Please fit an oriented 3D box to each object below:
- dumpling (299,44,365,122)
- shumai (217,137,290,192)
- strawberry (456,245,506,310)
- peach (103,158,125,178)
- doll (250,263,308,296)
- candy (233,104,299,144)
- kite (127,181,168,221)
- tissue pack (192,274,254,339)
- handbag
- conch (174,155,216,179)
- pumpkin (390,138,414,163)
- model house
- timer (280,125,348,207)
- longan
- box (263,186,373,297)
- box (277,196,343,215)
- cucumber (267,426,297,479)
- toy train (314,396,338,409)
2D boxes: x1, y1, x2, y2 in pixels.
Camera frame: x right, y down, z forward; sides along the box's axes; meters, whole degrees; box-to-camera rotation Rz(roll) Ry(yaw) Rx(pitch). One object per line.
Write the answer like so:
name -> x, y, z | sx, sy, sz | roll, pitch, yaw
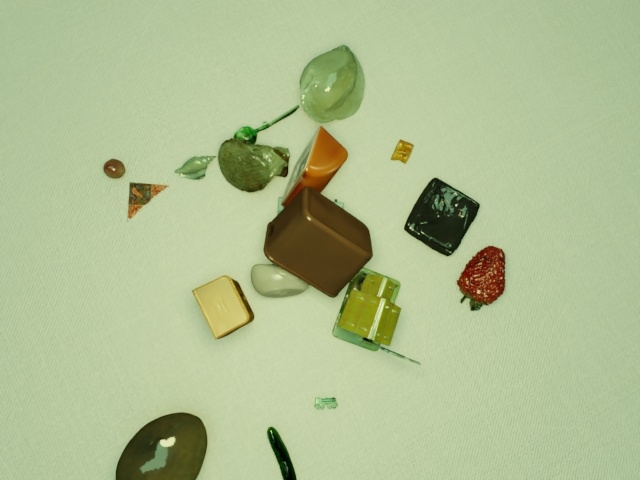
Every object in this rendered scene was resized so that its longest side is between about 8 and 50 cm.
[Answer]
dumpling -> 0.048, -0.642, 1.922 | 0.320, 0.212, 0.270 | -33, 88, 4
shumai -> -0.266, -0.321, 1.899 | 0.271, 0.222, 0.204 | 32, 45, 10
strawberry -> 0.665, 0.148, 1.893 | 0.188, 0.106, 0.286 | 23, 81, -1
peach -> -0.828, -0.288, 1.890 | 0.083, 0.083, 0.083 | 0, 82, -3
doll -> -0.149, 0.107, 1.816 | 0.250, 0.221, 0.221 | -1, 81, -30
candy -> -0.219, -0.482, 1.960 | 0.323, 0.097, 0.097 | -35, 85, -16
kite -> -0.737, -0.194, 1.914 | 0.222, 0.008, 0.125 | -42, 86, -8
tissue pack -> -0.346, 0.245, 1.738 | 0.145, 0.274, 0.195 | -25, 85, -6
handbag -> 0.499, -0.099, 1.933 | 0.244, 0.088, 0.275 | 32, 83, 6
conch -> -0.504, -0.301, 1.922 | 0.180, 0.088, 0.065 | -25, 40, 0
pumpkin -> 0.347, -0.377, 1.987 | 0.073, 0.035, 0.101 | 22, 83, 3
model house -> 0.250, 0.275, 1.742 | 0.339, 0.323, 0.301 | 21, 82, 0
timer -> -0.040, -0.259, 1.808 | 0.161, 0.257, 0.250 | 38, 50, -3
longan -> -0.555, 0.768, 1.659 | 0.288, 0.288, 0.350 | 38, 73, 3
box -> 0.000, 0.000, 1.727 | 0.339, 0.239, 0.229 | 33, 119, -21
box -> -0.044, -0.077, 1.917 | 0.269, 0.045, 0.211 | 3, 82, -2
cucumber -> -0.138, 0.835, 1.777 | 0.056, 0.056, 0.285 | -21, 88, -6
toy train -> 0.021, 0.632, 1.828 | 0.092, 0.029, 0.045 | -1, 66, -7
